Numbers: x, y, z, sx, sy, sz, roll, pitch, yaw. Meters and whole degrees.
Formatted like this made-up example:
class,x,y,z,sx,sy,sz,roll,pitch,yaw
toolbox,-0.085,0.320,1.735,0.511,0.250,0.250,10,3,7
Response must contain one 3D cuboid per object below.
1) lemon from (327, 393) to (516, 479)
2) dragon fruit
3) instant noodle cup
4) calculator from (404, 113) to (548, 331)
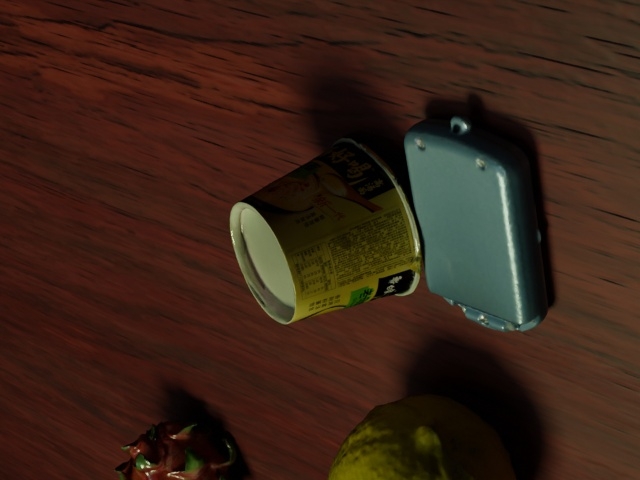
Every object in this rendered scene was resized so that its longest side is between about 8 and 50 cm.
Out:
class,x,y,z,sx,sy,sz,roll,pitch,yaw
lemon,0.092,0.231,1.615,0.180,0.180,0.193,32,120,29
dragon fruit,-0.159,0.311,2.032,0.135,0.137,0.236,30,133,44
instant noodle cup,0.000,0.000,1.526,0.151,0.122,0.151,51,155,35
calculator,0.129,-0.013,1.457,0.121,0.039,0.210,19,134,39
